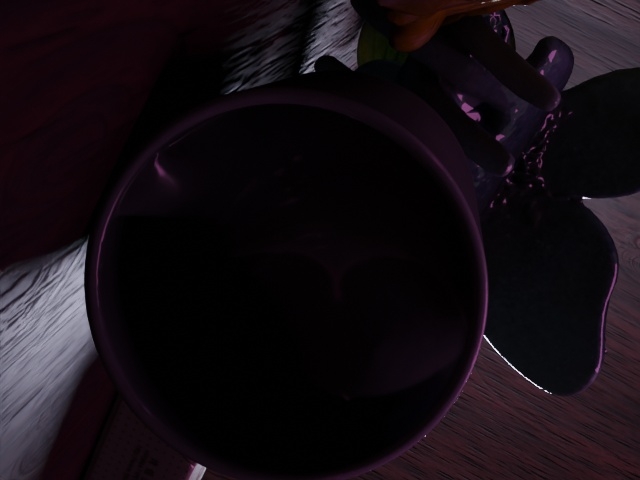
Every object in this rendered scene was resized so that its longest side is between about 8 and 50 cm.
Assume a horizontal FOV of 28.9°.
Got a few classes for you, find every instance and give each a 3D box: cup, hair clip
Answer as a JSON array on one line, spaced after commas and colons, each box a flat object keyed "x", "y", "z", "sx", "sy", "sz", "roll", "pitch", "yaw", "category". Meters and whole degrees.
[{"x": 0.000, "y": 0.000, "z": 0.764, "sx": 0.205, "sy": 0.205, "sz": 0.312, "roll": -63, "pitch": 178, "yaw": 13, "category": "cup"}, {"x": 0.100, "y": -0.065, "z": 1.036, "sx": 0.238, "sy": 0.392, "sz": 0.318, "roll": -17, "pitch": 144, "yaw": -54, "category": "hair clip"}]

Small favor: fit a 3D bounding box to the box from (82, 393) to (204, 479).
[{"x": -0.143, "y": 0.180, "z": 1.184, "sx": 0.330, "sy": 0.095, "sz": 0.210, "roll": -65, "pitch": 177, "yaw": 31, "category": "box"}]

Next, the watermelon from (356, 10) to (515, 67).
[{"x": 0.144, "y": -0.228, "z": 1.476, "sx": 0.214, "sy": 0.188, "sz": 0.188, "roll": -46, "pitch": 171, "yaw": -26, "category": "watermelon"}]

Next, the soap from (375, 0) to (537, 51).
[{"x": 0.185, "y": -0.214, "z": 0.725, "sx": 0.293, "sy": 0.335, "sz": 0.156, "roll": -35, "pitch": 115, "yaw": -78, "category": "soap"}]
